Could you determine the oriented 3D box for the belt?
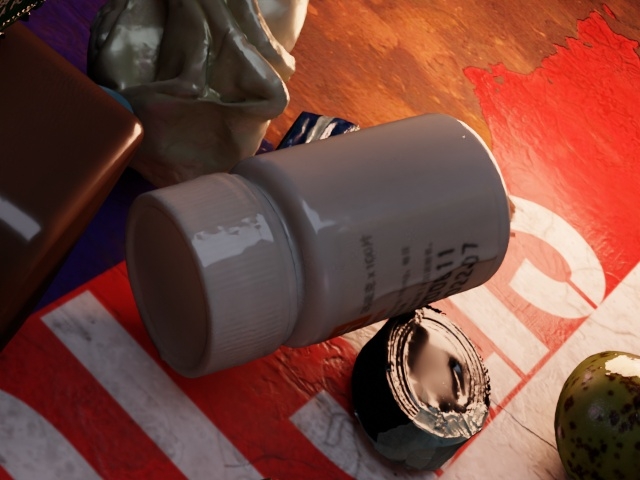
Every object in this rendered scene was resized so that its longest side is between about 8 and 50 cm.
[{"bbox_3d":[0.113,0.166,1.358,0.151,0.078,0.198,30,37,-13],"label":"belt"}]

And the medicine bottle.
[{"bbox_3d":[0.000,0.000,1.293,0.371,0.211,0.211,-17,63,-29],"label":"medicine bottle"}]

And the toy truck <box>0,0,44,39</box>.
[{"bbox_3d":[-0.284,-0.146,0.829,0.088,0.121,0.259,40,41,-4],"label":"toy truck"}]

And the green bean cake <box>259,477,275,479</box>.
[{"bbox_3d":[-0.117,0.289,1.010,0.183,0.185,0.094,-15,68,-40],"label":"green bean cake"}]

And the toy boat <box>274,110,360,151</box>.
[{"bbox_3d":[0.060,-0.063,1.545,0.291,0.070,0.210,18,49,-26],"label":"toy boat"}]

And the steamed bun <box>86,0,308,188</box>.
[{"bbox_3d":[-0.153,-0.204,1.357,0.207,0.280,0.268,22,44,-20],"label":"steamed bun"}]

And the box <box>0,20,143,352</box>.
[{"bbox_3d":[-0.335,-0.021,1.029,0.229,0.339,0.239,36,41,-5],"label":"box"}]

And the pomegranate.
[{"bbox_3d":[0.386,0.193,1.400,0.214,0.248,0.214,30,10,-6],"label":"pomegranate"}]

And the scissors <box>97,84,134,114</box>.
[{"bbox_3d":[-0.325,-0.157,1.169,0.393,0.180,0.032,46,25,-56],"label":"scissors"}]
